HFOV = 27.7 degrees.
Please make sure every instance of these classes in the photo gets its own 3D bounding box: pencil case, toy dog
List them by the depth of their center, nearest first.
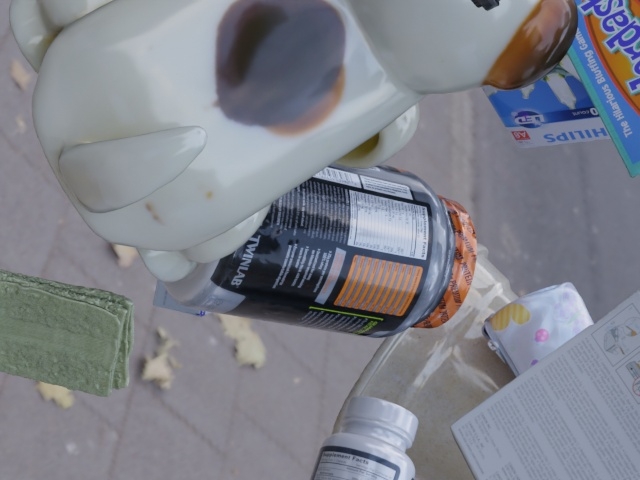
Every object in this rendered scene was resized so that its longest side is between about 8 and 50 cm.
[{"bbox_3d":[-0.016,-0.174,0.997,0.285,0.407,0.395,62,5,-3],"label":"toy dog"},{"bbox_3d":[0.297,0.185,1.517,0.124,0.113,0.273,-19,75,-27],"label":"pencil case"}]

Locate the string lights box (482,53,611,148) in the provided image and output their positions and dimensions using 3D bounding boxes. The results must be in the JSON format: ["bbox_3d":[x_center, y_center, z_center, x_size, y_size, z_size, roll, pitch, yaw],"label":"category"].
[{"bbox_3d":[0.228,-0.208,1.368,0.260,0.133,0.077,49,46,-44],"label":"string lights box"}]

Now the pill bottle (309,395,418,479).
[{"bbox_3d":[0.041,0.264,1.381,0.108,0.108,0.180,38,61,-36],"label":"pill bottle"}]

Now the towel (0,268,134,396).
[{"bbox_3d":[-0.233,0.078,1.116,0.148,0.110,0.027,12,33,-1],"label":"towel"}]

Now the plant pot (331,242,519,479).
[{"bbox_3d":[0.234,0.227,1.696,0.305,0.334,0.334,37,24,15],"label":"plant pot"}]

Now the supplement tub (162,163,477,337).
[{"bbox_3d":[0.000,0.000,1.403,0.316,0.193,0.194,12,52,-30],"label":"supplement tub"}]

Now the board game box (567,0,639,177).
[{"bbox_3d":[0.303,-0.167,1.021,0.160,0.210,0.047,62,13,1],"label":"board game box"}]

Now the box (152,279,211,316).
[{"bbox_3d":[-0.166,0.030,1.768,0.137,0.072,0.126,-18,120,-80],"label":"box"}]

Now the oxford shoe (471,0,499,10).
[{"bbox_3d":[0.091,-0.241,0.714,0.083,0.096,0.227,10,72,-70],"label":"oxford shoe"}]

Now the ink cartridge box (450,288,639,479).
[{"bbox_3d":[0.239,0.163,1.046,0.066,0.232,0.189,46,12,-44],"label":"ink cartridge box"}]
